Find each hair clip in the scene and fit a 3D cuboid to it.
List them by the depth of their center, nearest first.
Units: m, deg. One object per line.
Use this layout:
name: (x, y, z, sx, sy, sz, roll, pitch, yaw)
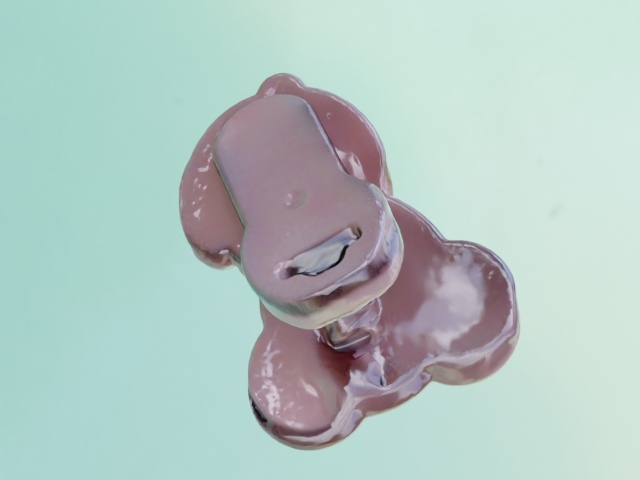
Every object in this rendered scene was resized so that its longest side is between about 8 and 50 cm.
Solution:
hair clip: (0.004, 0.007, 0.747, 0.138, 0.123, 0.102, 57, -3, 46)
